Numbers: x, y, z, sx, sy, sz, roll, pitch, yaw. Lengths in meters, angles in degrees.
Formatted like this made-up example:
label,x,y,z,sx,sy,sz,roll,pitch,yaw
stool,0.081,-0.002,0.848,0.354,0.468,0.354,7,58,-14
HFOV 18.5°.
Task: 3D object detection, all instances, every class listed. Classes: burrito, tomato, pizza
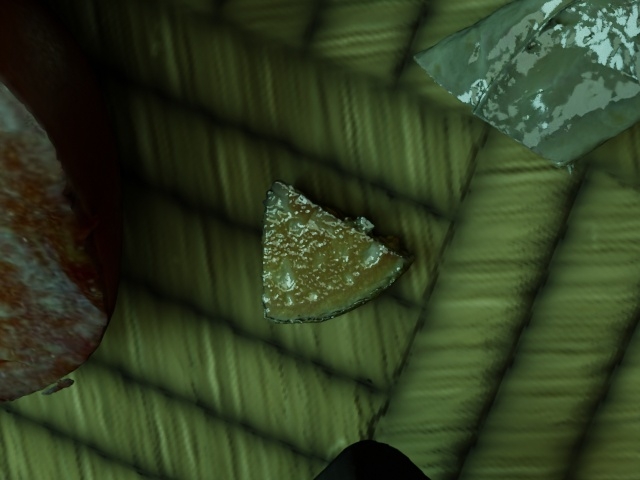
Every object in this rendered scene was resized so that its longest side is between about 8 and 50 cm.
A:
label,x,y,z,sx,sy,sz,roll,pitch,yaw
burrito,0.155,-0.104,0.889,0.226,0.060,0.087,-31,90,22
tomato,-0.244,-0.063,0.944,0.338,0.143,0.338,7,140,6
pizza,0.000,0.000,0.981,0.083,0.025,0.078,-20,103,18

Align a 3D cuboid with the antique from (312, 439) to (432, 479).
label,x,y,z,sx,sy,sz,roll,pitch,yaw
antique,0.048,0.277,0.961,0.255,0.185,0.322,-45,83,21
